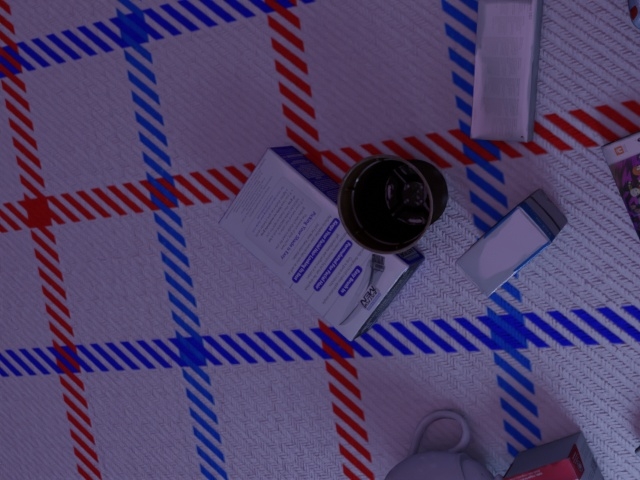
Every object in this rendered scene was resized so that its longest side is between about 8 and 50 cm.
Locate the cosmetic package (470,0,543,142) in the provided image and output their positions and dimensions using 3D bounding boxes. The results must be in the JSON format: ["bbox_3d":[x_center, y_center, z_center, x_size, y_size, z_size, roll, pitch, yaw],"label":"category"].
[{"bbox_3d":[0.308,-0.285,1.501,0.099,0.060,0.239,8,102,25],"label":"cosmetic package"}]

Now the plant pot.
[{"bbox_3d":[0.136,-0.071,1.560,0.167,0.165,0.167,4,101,23],"label":"plant pot"}]

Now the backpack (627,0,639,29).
[{"bbox_3d":[0.552,-0.409,1.276,0.213,0.276,0.263,5,98,37],"label":"backpack"}]

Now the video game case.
[{"bbox_3d":[0.583,-0.083,1.421,0.210,0.042,0.232,-22,90,27],"label":"video game case"}]

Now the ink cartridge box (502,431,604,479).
[{"bbox_3d":[0.415,0.443,1.543,0.127,0.128,0.176,-27,87,26],"label":"ink cartridge box"}]

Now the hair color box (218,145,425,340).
[{"bbox_3d":[0.000,0.000,1.668,0.339,0.110,0.185,42,112,14],"label":"hair color box"}]

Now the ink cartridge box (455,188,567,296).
[{"bbox_3d":[0.313,0.000,1.477,0.082,0.190,0.139,49,115,8],"label":"ink cartridge box"}]

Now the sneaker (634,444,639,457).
[{"bbox_3d":[0.637,0.338,1.438,0.163,0.086,0.226,54,125,19],"label":"sneaker"}]

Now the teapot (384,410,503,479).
[{"bbox_3d":[0.240,0.458,1.579,0.187,0.252,0.256,-37,94,15],"label":"teapot"}]
